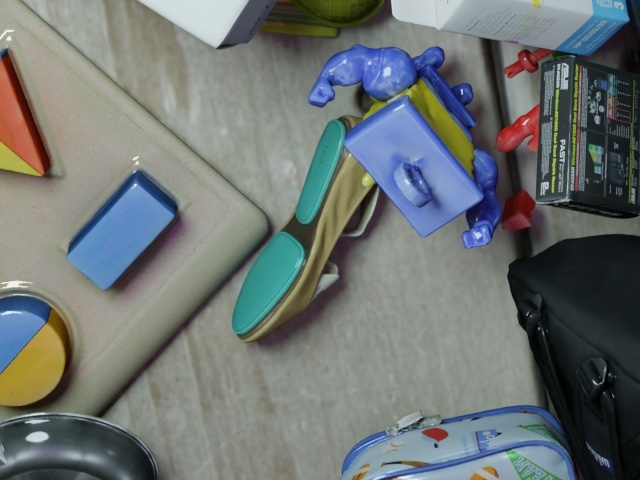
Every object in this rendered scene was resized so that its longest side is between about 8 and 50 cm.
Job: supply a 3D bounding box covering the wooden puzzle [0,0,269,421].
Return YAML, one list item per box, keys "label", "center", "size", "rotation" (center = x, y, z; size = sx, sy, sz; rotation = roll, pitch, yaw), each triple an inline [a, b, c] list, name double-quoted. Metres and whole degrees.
- label: "wooden puzzle"
  center: [-0.268, 0.000, 1.375]
  size: [0.348, 0.080, 0.322]
  rotation: [40, 99, -18]

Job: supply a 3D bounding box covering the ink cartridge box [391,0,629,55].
- label: "ink cartridge box"
  center: [0.145, -0.215, 1.226]
  size: [0.181, 0.061, 0.104]
  rotation: [6, 65, -24]

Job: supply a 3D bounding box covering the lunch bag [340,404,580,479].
- label: "lunch bag"
  center: [0.143, 0.306, 1.520]
  size: [0.243, 0.115, 0.303]
  rotation: [-13, 109, 3]

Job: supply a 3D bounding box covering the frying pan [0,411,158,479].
- label: "frying pan"
  center: [-0.258, 0.186, 1.393]
  size: [0.197, 0.053, 0.326]
  rotation: [-12, 136, 2]

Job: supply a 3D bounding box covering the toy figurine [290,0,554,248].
- label: "toy figurine"
  center: [0.089, -0.120, 1.272]
  size: [0.191, 0.217, 0.362]
  rotation: [-28, 113, 29]

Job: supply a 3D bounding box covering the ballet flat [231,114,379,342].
- label: "ballet flat"
  center: [0.000, 0.000, 1.418]
  size: [0.073, 0.080, 0.232]
  rotation: [20, 107, -29]

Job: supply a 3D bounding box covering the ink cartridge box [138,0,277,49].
- label: "ink cartridge box"
  center: [-0.152, -0.361, 1.182]
  size: [0.385, 0.160, 0.279]
  rotation: [33, 100, -2]

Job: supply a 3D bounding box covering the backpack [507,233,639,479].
- label: "backpack"
  center: [0.342, 0.182, 1.427]
  size: [0.273, 0.290, 0.355]
  rotation: [-20, 117, -16]

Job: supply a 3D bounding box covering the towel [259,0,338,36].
- label: "towel"
  center: [-0.017, -0.295, 1.346]
  size: [0.102, 0.021, 0.237]
  rotation: [5, 107, -15]

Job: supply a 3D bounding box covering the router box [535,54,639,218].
- label: "router box"
  center: [0.224, -0.083, 1.293]
  size: [0.092, 0.038, 0.122]
  rotation: [10, 80, -37]

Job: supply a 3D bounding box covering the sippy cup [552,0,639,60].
- label: "sippy cup"
  center: [0.365, -0.196, 1.334]
  size: [0.240, 0.305, 0.224]
  rotation: [-34, 125, -26]
